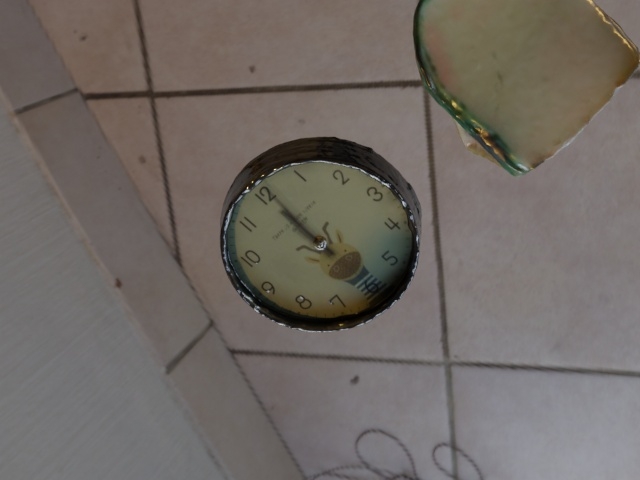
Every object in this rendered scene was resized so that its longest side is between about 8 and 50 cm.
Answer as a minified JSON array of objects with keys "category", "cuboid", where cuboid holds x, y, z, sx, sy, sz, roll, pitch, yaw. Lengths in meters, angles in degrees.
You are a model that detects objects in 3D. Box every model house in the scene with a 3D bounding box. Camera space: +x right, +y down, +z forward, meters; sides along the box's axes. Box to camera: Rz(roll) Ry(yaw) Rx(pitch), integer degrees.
[{"category":"model house","cuboid":[0.093,-0.095,0.489,0.100,0.100,0.088,45,93,-4]}]

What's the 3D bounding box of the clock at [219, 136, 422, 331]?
[{"category":"clock","cuboid":[0.000,0.000,0.827,0.184,0.040,0.185,1,118,1]}]
